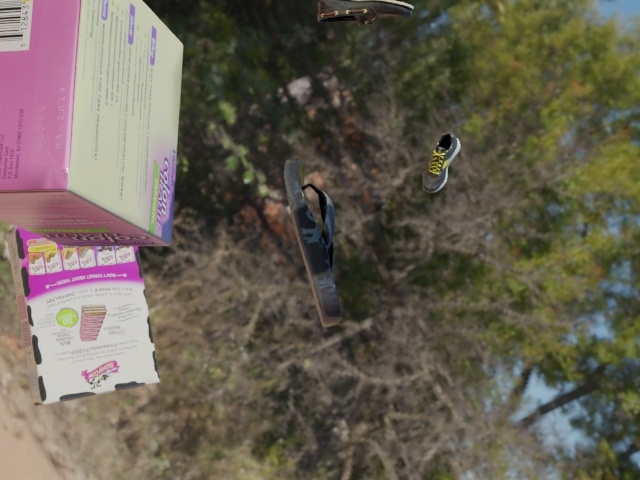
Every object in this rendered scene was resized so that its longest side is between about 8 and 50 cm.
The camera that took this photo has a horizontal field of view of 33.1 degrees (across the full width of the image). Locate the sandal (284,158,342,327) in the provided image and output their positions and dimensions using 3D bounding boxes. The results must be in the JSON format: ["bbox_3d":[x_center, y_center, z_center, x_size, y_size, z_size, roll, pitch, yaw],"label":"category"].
[{"bbox_3d":[0.000,0.001,1.394,0.097,0.055,0.254,80,-6,-55],"label":"sandal"}]

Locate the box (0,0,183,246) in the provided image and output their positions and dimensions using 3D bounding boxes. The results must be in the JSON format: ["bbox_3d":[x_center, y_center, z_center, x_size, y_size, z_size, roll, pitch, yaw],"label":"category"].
[{"bbox_3d":[-0.224,-0.119,0.981,0.243,0.117,0.213,39,51,-74],"label":"box"}]

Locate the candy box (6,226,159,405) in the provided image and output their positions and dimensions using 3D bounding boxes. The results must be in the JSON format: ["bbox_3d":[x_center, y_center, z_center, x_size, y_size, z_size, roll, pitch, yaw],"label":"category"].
[{"bbox_3d":[-0.314,0.089,1.423,0.071,0.159,0.233,-20,-101,64],"label":"candy box"}]

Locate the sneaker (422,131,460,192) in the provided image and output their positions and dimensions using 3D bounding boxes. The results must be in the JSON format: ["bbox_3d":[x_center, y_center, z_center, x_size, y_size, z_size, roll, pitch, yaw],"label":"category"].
[{"bbox_3d":[0.147,-0.100,1.351,0.031,0.083,0.035,17,-16,25],"label":"sneaker"}]

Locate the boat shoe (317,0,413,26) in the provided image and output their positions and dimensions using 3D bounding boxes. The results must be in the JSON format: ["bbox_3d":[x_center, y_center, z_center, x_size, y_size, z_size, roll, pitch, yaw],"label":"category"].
[{"bbox_3d":[0.061,-0.312,1.474,0.049,0.133,0.042,4,92,-79],"label":"boat shoe"}]
